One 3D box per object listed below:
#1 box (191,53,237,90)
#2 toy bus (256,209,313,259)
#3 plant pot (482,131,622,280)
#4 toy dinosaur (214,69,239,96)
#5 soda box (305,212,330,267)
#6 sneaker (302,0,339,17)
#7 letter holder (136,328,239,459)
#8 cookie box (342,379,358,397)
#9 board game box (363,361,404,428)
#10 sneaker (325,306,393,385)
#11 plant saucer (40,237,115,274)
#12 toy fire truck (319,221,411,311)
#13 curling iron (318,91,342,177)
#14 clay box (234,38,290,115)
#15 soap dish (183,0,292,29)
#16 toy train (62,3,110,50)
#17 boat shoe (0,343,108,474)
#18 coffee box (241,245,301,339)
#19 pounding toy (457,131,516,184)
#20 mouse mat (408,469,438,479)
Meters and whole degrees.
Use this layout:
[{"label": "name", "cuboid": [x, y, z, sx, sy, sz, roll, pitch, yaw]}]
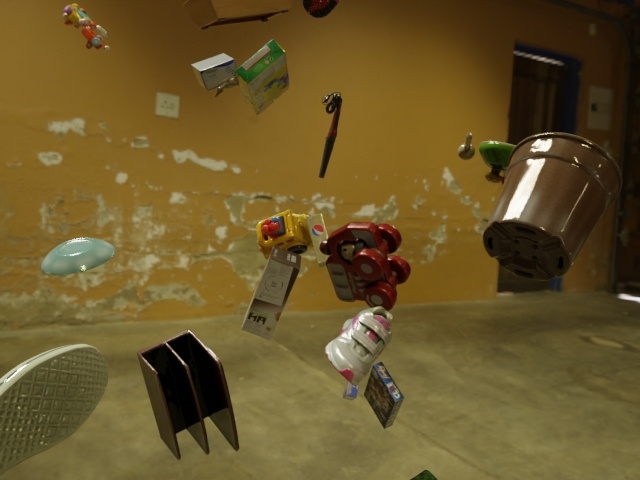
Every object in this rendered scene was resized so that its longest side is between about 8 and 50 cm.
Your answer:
[{"label": "box", "cuboid": [-0.361, -0.582, 1.877, 0.126, 0.072, 0.137, -25, 34, -14]}, {"label": "toy bus", "cuboid": [-0.165, -0.025, 2.032, 0.220, 0.149, 0.211, -20, -21, 26]}, {"label": "plant pot", "cuboid": [0.327, -0.042, 0.801, 0.167, 0.165, 0.167, 29, -27, 16]}, {"label": "toy dinosaur", "cuboid": [-0.242, -0.484, 1.646, 0.183, 0.053, 0.092, -16, 10, 1]}, {"label": "soda box", "cuboid": [0.000, 0.000, 1.946, 0.061, 0.181, 0.058, -15, -17, 0]}, {"label": "sneaker", "cuboid": [0.061, -0.675, 1.352, 0.262, 0.125, 0.104, -23, -54, 37]}, {"label": "letter holder", "cuboid": [-0.336, 0.426, 1.420, 0.152, 0.301, 0.214, -22, 30, -31]}, {"label": "cookie box", "cuboid": [0.112, 0.525, 1.972, 0.040, 0.091, 0.107, 14, -22, -1]}, {"label": "board game box", "cuboid": [0.240, 0.598, 2.098, 0.042, 0.243, 0.165, -18, 52, -21]}, {"label": "sneaker", "cuboid": [0.093, 0.211, 1.182, 0.103, 0.111, 0.252, 43, 25, -4]}, {"label": "plant saucer", "cuboid": [-0.667, 0.032, 1.495, 0.195, 0.037, 0.195, -3, 26, 2]}, {"label": "toy fire truck", "cuboid": [0.122, 0.077, 1.695, 0.254, 0.302, 0.169, 1, 37, 32]}, {"label": "curling iron", "cuboid": [0.023, -0.334, 1.731, 0.068, 0.274, 0.035, 3, 15, -20]}, {"label": "clay box", "cuboid": [-0.145, -0.415, 1.417, 0.127, 0.053, 0.222, -42, -5, -6]}, {"label": "soap dish", "cuboid": [-0.243, -0.727, 1.655, 0.291, 0.118, 0.229, -19, 18, -26]}, {"label": "toy train", "cuboid": [-0.568, -0.507, 1.315, 0.125, 0.046, 0.166, 46, 7, -32]}, {"label": "boat shoe", "cuboid": [-0.619, 0.358, 1.026, 0.156, 0.186, 0.500, -6, 22, 31]}, {"label": "coffee box", "cuboid": [-0.150, 0.158, 1.680, 0.098, 0.246, 0.141, 22, 15, -7]}, {"label": "pounding toy", "cuboid": [0.522, -0.221, 1.625, 0.237, 0.110, 0.183, 19, 1, 8]}, {"label": "mouse mat", "cuboid": [0.333, 0.764, 1.625, 0.152, 0.007, 0.190, 40, 21, 31]}]
